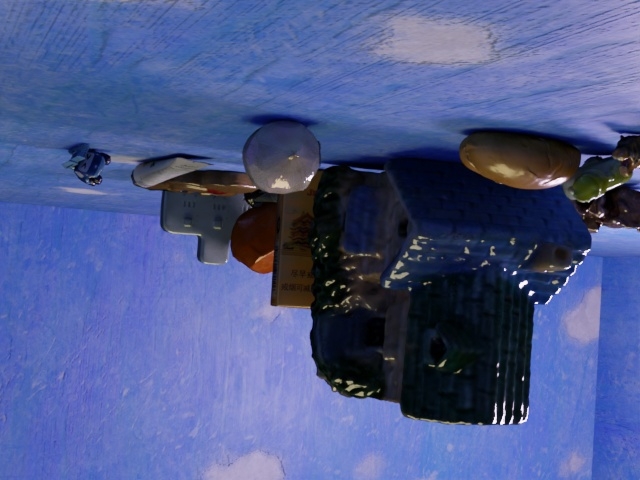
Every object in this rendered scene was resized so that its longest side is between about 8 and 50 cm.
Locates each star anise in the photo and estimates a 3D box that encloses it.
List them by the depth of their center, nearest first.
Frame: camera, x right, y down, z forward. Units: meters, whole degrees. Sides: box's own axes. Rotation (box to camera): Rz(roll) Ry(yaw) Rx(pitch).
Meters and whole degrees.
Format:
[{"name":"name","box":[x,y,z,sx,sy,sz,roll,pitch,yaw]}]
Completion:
[{"name":"star anise","box":[0.550,-0.055,1.845,0.214,0.098,0.220,13,179,9]}]

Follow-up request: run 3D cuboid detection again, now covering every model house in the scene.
[{"name":"model house","box":[0.214,0.083,1.640,0.395,0.445,0.400,7,178,-23]}]

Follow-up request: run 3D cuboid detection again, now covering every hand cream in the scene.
[{"name":"hand cream","box":[-0.302,-0.140,1.851,0.080,0.050,0.234,7,171,-39]}]

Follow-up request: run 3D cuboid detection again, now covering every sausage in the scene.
[{"name":"sausage","box":[-0.086,-0.024,2.204,0.268,0.141,0.153,-26,150,17]}]

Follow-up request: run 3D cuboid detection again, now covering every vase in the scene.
[{"name":"vase","box":[-0.099,-0.103,2.112,0.059,0.059,0.167,6,177,-43]}]

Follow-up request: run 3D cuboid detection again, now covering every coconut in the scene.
[{"name":"coconut","box":[-0.051,-0.117,1.331,0.110,0.110,0.124,5,-176,-18]}]

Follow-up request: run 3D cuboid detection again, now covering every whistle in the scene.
[{"name":"whistle","box":[0.396,-0.091,1.380,0.104,0.057,0.198,-20,180,26]}]

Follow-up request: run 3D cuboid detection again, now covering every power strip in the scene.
[{"name":"power strip","box":[-0.255,-0.038,2.287,0.265,0.193,0.059,4,180,-22]}]

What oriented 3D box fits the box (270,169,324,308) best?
[{"name":"box","box":[0.000,0.000,1.868,0.174,0.274,0.076,4,176,-15]}]

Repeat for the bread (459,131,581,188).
[{"name":"bread","box":[0.283,-0.110,1.334,0.189,0.077,0.114,8,171,-23]}]

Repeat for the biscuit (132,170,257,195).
[{"name":"biscuit","box":[-0.276,-0.126,2.084,0.320,0.047,0.183,4,175,18]}]

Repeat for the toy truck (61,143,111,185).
[{"name":"toy truck","box":[-0.430,-0.145,1.762,0.074,0.063,0.136,27,163,-26]}]

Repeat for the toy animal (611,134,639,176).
[{"name":"toy animal","box":[0.517,-0.100,1.206,0.255,0.116,0.114,-5,-165,40]}]
